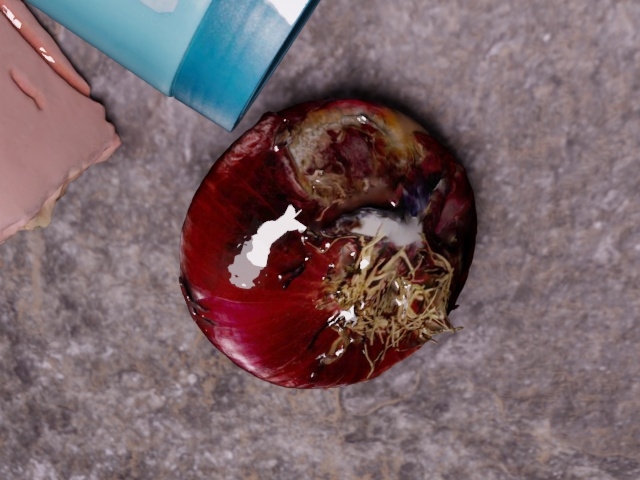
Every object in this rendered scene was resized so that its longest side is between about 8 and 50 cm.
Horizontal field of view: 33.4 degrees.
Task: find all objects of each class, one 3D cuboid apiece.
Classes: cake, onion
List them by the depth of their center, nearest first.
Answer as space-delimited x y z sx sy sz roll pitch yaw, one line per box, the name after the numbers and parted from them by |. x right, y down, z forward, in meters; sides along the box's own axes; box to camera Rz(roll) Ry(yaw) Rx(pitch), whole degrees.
0.000 0.000 1.065 0.314 0.232 0.313 -14 122 -24 | onion
-0.439 -0.095 1.082 0.307 0.314 0.293 -21 114 29 | cake

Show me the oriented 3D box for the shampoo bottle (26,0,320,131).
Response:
-0.124 -0.313 0.830 0.343 0.331 0.331 33 126 -5 | shampoo bottle
